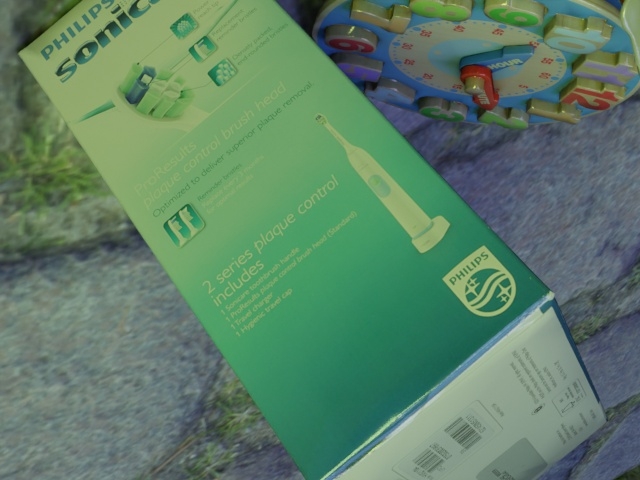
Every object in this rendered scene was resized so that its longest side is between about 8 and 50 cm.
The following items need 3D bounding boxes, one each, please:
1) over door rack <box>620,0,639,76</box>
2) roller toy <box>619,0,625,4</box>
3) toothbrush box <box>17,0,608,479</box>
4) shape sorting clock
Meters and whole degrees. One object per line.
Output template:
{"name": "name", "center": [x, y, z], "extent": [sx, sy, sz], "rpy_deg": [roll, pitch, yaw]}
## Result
{"name": "over door rack", "center": [0.174, -0.255, 0.460], "extent": [0.240, 0.108, 0.324], "rpy_deg": [-33, 105, -10]}
{"name": "roller toy", "center": [0.204, -0.203, 0.607], "extent": [0.146, 0.191, 0.209], "rpy_deg": [-36, -172, -7]}
{"name": "toothbrush box", "center": [0.000, 0.000, 0.552], "extent": [0.126, 0.295, 0.216], "rpy_deg": [-39, 150, 2]}
{"name": "shape sorting clock", "center": [0.096, -0.111, 0.639], "extent": [0.206, 0.040, 0.206], "rpy_deg": [5, 166, 1]}
